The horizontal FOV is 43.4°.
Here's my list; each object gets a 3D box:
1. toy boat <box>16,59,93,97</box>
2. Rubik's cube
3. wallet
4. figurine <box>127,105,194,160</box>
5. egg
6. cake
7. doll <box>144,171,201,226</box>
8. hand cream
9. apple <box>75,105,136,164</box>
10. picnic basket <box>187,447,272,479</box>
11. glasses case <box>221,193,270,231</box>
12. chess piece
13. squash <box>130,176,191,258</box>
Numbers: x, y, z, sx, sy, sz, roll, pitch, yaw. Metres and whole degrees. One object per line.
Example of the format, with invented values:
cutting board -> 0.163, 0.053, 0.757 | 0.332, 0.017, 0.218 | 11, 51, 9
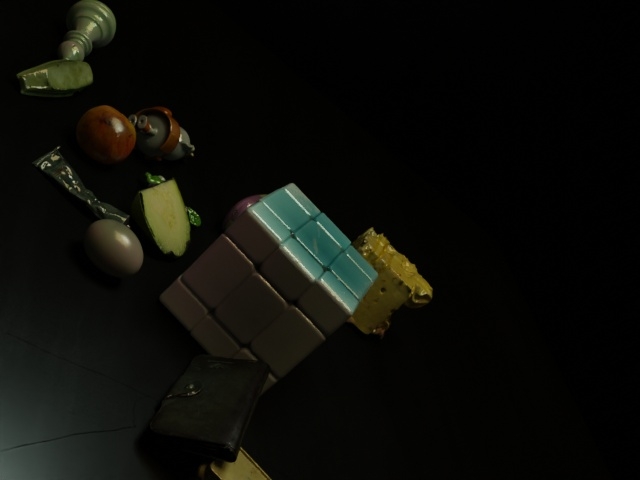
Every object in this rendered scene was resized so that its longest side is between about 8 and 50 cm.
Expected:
toy boat -> -0.650, -0.407, 2.021 | 0.293, 0.055, 0.093 | -46, 128, -68
Rubik's cube -> -0.105, 0.103, 1.818 | 0.316, 0.319, 0.322 | 47, 20, 1
wallet -> -0.205, 0.303, 1.533 | 0.173, 0.045, 0.318 | 11, 20, 5
figurine -> -0.422, -0.266, 2.156 | 0.143, 0.143, 0.271 | 61, 0, 31
egg -> -0.425, 0.017, 1.656 | 0.135, 0.103, 0.103 | 46, 21, -6
cake -> 0.170, 0.137, 2.404 | 0.286, 0.227, 0.222 | 46, 20, -3
doll -> -0.376, -0.101, 2.039 | 0.190, 0.050, 0.115 | 46, 14, -14
hand cream -> -0.514, -0.107, 1.777 | 0.248, 0.052, 0.075 | 45, 20, -6
apple -> -0.513, -0.257, 1.939 | 0.146, 0.146, 0.146 | 39, 23, -20
picnic basket -> -0.154, 0.451, 1.441 | 0.164, 0.079, 0.115 | 48, 20, 1
glasses case -> -0.170, -0.073, 2.268 | 0.076, 0.123, 0.316 | 47, 21, 14
chess piece -> -0.661, -0.546, 2.208 | 0.139, 0.139, 0.271 | 37, 35, -24
squash -> -0.387, -0.040, 1.899 | 0.192, 0.085, 0.184 | -37, 113, -66
